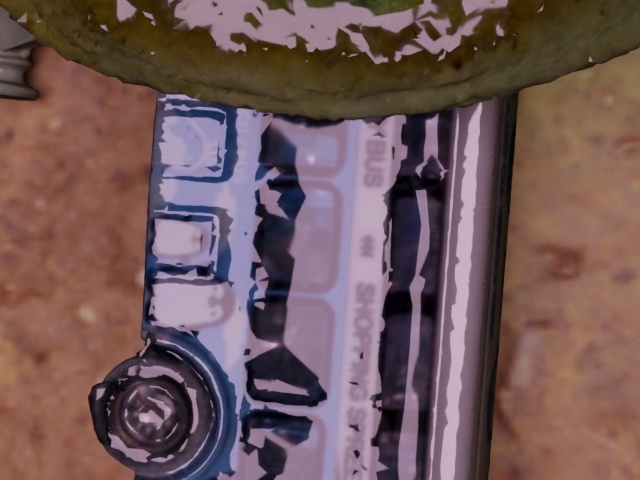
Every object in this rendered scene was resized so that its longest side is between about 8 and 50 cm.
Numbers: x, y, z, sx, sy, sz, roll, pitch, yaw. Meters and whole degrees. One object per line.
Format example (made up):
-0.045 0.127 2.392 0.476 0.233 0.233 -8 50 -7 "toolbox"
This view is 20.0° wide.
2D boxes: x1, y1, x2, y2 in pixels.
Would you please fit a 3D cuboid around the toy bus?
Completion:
0.000 0.000 0.625 0.131 0.106 0.297 5 94 9 "toy bus"

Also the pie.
0.026 -0.185 0.527 0.323 0.070 0.323 0 91 7 "pie"

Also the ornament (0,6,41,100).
-0.119 -0.099 0.678 0.068 0.041 0.092 40 111 31 "ornament"
